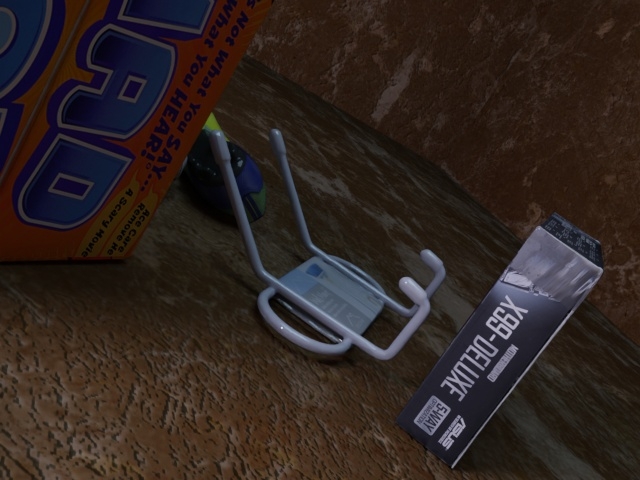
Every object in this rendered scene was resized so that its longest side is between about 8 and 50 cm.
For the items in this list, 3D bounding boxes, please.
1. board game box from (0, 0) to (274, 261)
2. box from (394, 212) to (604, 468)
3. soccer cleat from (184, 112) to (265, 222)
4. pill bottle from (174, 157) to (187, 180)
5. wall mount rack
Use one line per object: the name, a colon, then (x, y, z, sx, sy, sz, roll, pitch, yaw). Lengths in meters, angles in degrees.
board game box: (-0.296, -0.230, 0.564, 0.356, 0.356, 0.356, 40, 18, 24)
box: (0.214, 0.091, 0.828, 0.076, 0.243, 0.307, 37, 15, 14)
soccer cleat: (-0.158, -0.112, 1.048, 0.289, 0.093, 0.121, 47, -10, 53)
pill bottle: (-0.205, -0.096, 0.889, 0.067, 0.067, 0.120, 34, 16, 2)
wall mount rack: (0.000, 0.000, 0.888, 0.304, 0.131, 0.350, 35, 15, 7)
